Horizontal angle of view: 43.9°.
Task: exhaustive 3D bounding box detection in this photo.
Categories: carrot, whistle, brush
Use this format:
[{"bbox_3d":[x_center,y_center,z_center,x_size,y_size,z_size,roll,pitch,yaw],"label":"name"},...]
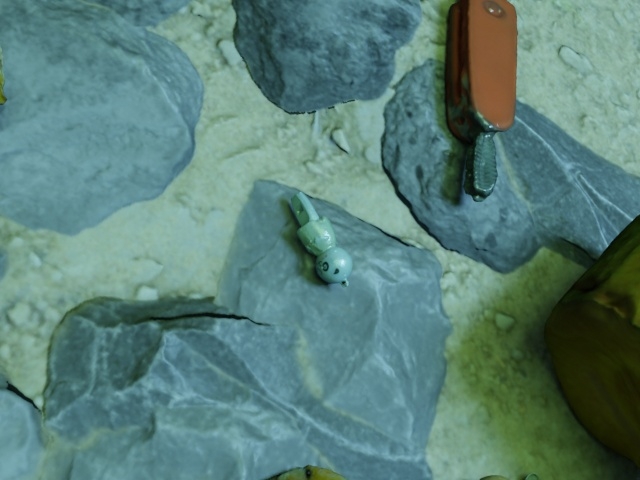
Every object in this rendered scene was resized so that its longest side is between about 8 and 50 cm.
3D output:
[{"bbox_3d":[0.370,0.074,0.732,0.341,0.241,0.241,-37,85,-27],"label":"carrot"},{"bbox_3d":[0.000,0.000,0.740,0.035,0.035,0.100,-22,76,-27],"label":"whistle"},{"bbox_3d":[0.175,-0.183,0.878,0.070,0.051,0.323,20,60,-20],"label":"brush"}]

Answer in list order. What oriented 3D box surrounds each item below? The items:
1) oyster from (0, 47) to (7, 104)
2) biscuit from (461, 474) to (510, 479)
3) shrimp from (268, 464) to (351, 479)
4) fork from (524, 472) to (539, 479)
[{"bbox_3d":[-0.357,-0.183,0.667,0.209,0.072,0.132,5,72,3],"label":"oyster"},{"bbox_3d":[0.121,0.280,0.652,0.118,0.061,0.183,20,66,-9],"label":"biscuit"},{"bbox_3d":[-0.004,0.288,0.614,0.150,0.051,0.217,-12,66,-21],"label":"shrimp"},{"bbox_3d":[0.210,0.315,0.691,0.034,0.028,0.219,0,69,-15],"label":"fork"}]
